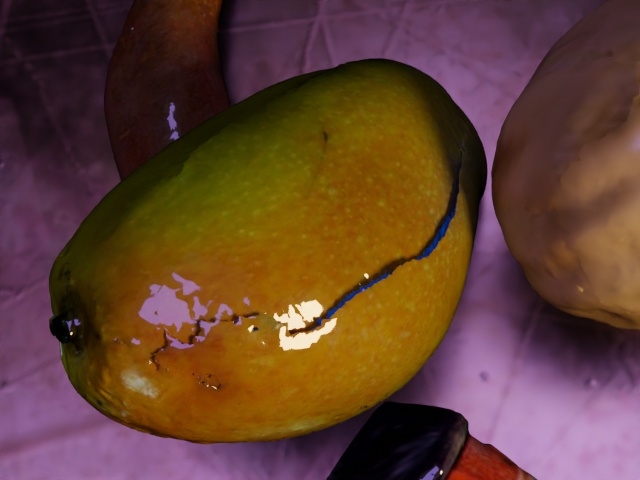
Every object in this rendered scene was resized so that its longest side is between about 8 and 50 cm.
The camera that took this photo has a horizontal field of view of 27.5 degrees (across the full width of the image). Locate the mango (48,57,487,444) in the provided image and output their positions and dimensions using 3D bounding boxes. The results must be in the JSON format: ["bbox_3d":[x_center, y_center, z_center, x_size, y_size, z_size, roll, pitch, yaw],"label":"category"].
[{"bbox_3d":[0.000,0.000,0.505,0.233,0.111,0.125,-29,89,-46],"label":"mango"}]

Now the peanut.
[{"bbox_3d":[0.208,-0.068,0.524,0.318,0.147,0.148,-25,74,-12],"label":"peanut"}]

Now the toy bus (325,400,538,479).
[{"bbox_3d":[0.008,0.217,0.476,0.147,0.127,0.303,32,79,8],"label":"toy bus"}]

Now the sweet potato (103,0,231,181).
[{"bbox_3d":[-0.058,-0.052,0.590,0.078,0.058,0.255,-1,72,-11],"label":"sweet potato"}]
